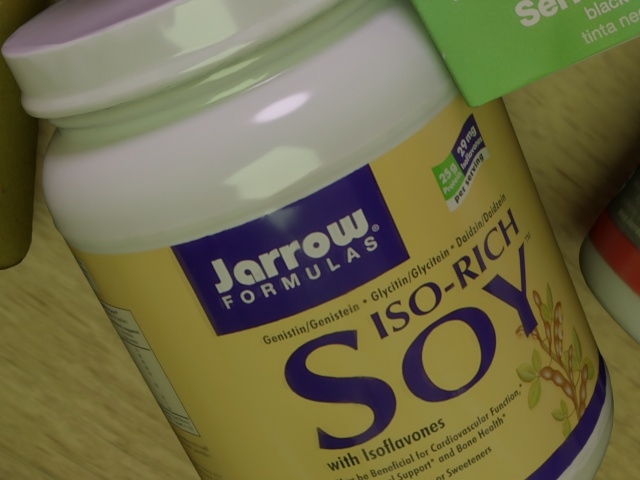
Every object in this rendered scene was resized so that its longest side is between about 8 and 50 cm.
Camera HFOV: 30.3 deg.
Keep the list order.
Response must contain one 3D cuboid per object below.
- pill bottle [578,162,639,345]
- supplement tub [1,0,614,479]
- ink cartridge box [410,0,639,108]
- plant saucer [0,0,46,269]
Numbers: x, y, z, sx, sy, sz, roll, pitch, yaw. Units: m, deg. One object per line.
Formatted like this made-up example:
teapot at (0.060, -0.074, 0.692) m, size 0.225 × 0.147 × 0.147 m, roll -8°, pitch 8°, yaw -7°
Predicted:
pill bottle at (0.329, -0.069, 0.653) m, size 0.210 × 0.210 × 0.363 m, roll 30°, pitch 107°, yaw -15°
supplement tub at (0.000, 0.000, 0.640) m, size 0.241 × 0.241 × 0.331 m, roll -23°, pitch 113°, yaw 6°
ink cartridge box at (0.083, -0.228, 0.540) m, size 0.115 × 0.198 × 0.272 m, roll -21°, pitch 105°, yaw 37°
plant saucer at (-0.293, -0.131, 0.569) m, size 0.333 × 0.081 × 0.332 m, roll 1°, pitch 107°, yaw -22°
